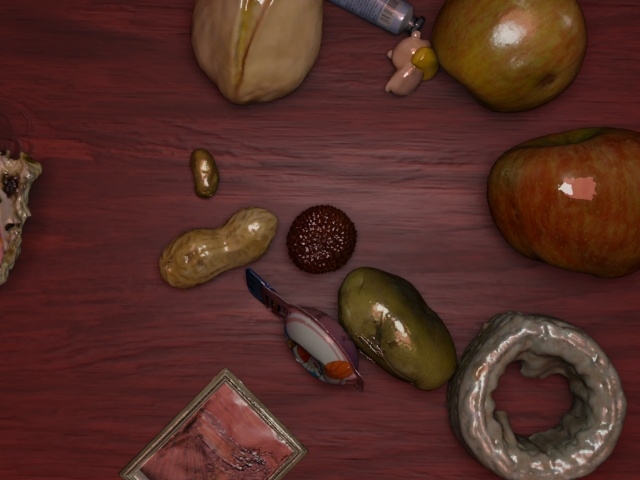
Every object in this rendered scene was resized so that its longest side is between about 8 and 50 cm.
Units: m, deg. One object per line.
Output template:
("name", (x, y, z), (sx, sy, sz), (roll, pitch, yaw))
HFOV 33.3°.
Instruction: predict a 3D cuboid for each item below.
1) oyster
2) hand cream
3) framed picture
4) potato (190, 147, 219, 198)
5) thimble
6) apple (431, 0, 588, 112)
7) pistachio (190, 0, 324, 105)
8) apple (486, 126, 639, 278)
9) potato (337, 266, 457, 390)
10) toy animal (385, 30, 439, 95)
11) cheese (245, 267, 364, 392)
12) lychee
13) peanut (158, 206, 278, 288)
("oyster", (-0.602, -0.001, 1.878), (0.354, 0.107, 0.201), (-43, 68, 10))
("hand cream", (0.062, -0.446, 1.907), (0.271, 0.058, 0.091), (31, 100, 5))
("framed picture", (-0.190, 0.393, 1.888), (0.216, 0.016, 0.273), (44, 89, 2))
("potato", (-0.204, -0.119, 1.897), (0.046, 0.045, 0.092), (-7, 84, -37))
("thimble", (0.360, 0.258, 1.802), (0.291, 0.195, 0.291), (0, 89, 0))
("apple", (0.313, -0.338, 1.799), (0.264, 0.264, 0.264), (0, 87, 0))
("pistachio", (-0.102, -0.381, 1.816), (0.229, 0.238, 0.321), (18, 118, -4))
("apple", (0.437, -0.055, 1.779), (0.309, 0.277, 0.250), (-6, 104, 15))
("potato", (0.128, 0.153, 1.825), (0.248, 0.169, 0.143), (45, 119, 0))
("toy animal", (0.159, -0.314, 1.894), (0.082, 0.091, 0.114), (50, 119, 19))
("cheese", (-0.027, 0.153, 1.826), (0.286, 0.189, 0.074), (42, 68, 17))
("lychee", (0.000, 0.003, 1.854), (0.123, 0.123, 0.129), (20, 52, 1))
("peanut", (-0.176, 0.012, 1.862), (0.229, 0.103, 0.098), (-24, 100, 2))
